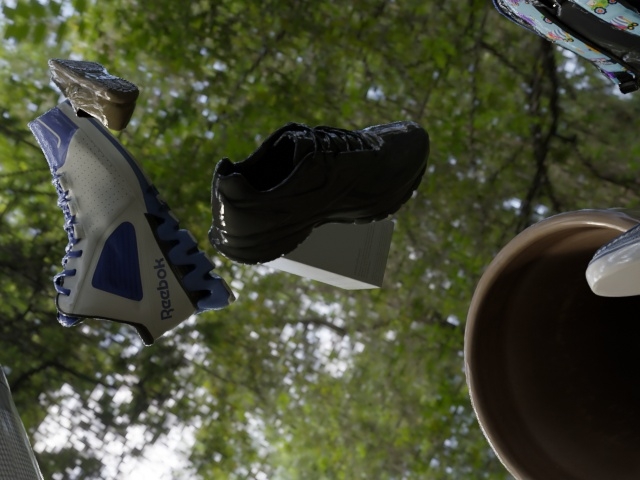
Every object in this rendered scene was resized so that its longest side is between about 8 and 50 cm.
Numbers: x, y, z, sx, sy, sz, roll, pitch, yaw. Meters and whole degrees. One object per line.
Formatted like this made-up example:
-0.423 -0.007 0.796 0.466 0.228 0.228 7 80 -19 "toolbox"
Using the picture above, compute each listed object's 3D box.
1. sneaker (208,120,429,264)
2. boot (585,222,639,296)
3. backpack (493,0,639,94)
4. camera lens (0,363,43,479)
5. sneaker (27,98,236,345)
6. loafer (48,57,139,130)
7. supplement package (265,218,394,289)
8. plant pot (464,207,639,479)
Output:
0.005 -0.078 1.219 0.286 0.109 0.130 -27 -42 -24 "sneaker"
0.274 -0.028 0.798 0.189 0.086 0.069 -20 -30 5 "boot"
0.221 -0.198 0.808 0.173 0.158 0.117 18 -103 -24 "backpack"
-0.241 0.161 0.536 0.219 0.274 0.219 -23 -21 -10 "camera lens"
-0.260 0.001 1.280 0.182 0.316 0.127 -39 6 -11 "sneaker"
-0.237 -0.150 1.116 0.056 0.148 0.050 -1 -69 -37 "loafer"
0.000 0.000 1.612 0.179 0.105 0.105 17 -101 -26 "supplement package"
0.296 0.099 0.967 0.229 0.263 0.263 -5 -63 -44 "plant pot"
